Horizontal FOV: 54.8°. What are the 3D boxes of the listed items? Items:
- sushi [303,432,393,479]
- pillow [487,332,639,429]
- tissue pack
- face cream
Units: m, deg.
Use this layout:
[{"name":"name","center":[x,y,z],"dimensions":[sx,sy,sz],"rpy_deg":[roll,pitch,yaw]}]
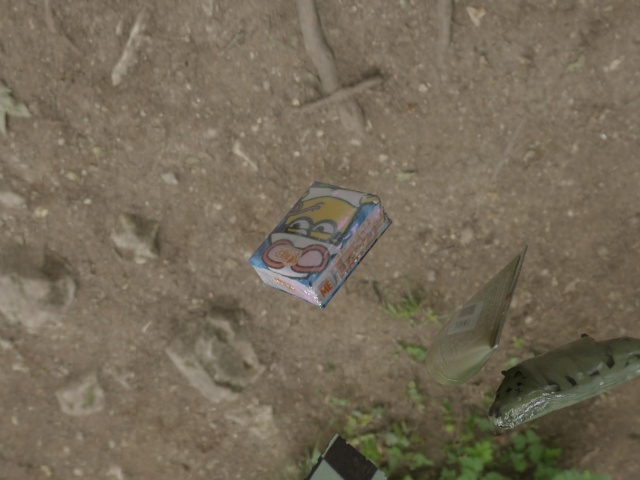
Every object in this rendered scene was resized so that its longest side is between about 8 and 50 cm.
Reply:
[{"name":"sushi","center":[-0.032,0.310,0.335],"dimensions":[0.064,0.343,0.359],"rpy_deg":[40,80,-25]},{"name":"pillow","center":[0.319,0.170,0.806],"dimensions":[0.241,0.093,0.051],"rpy_deg":[-22,118,-4]},{"name":"tissue pack","center":[0.000,0.000,0.792],"dimensions":[0.115,0.155,0.065],"rpy_deg":[17,147,42]},{"name":"face cream","center":[0.218,0.132,0.871],"dimensions":[0.084,0.137,0.341],"rpy_deg":[22,157,8]}]
